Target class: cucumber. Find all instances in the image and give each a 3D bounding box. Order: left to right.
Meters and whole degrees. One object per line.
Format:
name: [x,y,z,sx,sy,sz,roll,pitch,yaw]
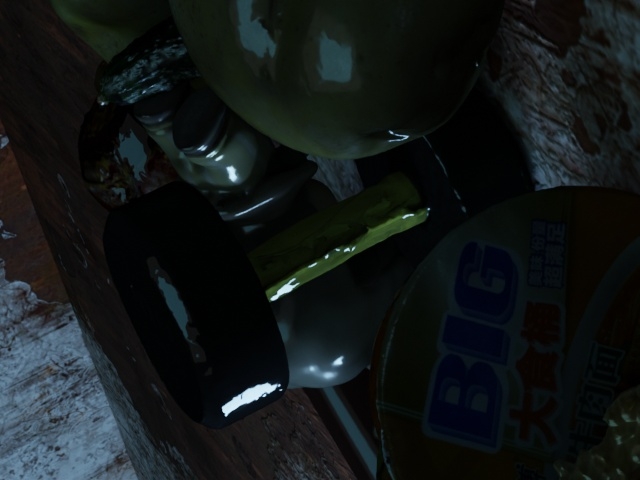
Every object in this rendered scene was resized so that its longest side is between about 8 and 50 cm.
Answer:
cucumber: [-0.085,-0.190,1.605,0.067,0.293,0.068,40,-142,-42]

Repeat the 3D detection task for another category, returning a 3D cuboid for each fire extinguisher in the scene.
fire extinguisher: [0.091,0.218,1.931,0.135,0.114,0.337,-39,74,27]

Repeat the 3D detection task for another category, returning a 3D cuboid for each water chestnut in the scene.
water chestnut: [-0.153,-0.109,2.015,0.223,0.238,0.224,-34,46,44]

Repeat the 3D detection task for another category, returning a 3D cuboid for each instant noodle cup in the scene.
instant noodle cup: [0.161,0.106,1.315,0.296,0.296,0.214,64,171,-3]

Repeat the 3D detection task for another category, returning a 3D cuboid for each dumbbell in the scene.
dumbbell: [0.000,0.000,1.507,0.204,0.322,0.204,53,160,29]

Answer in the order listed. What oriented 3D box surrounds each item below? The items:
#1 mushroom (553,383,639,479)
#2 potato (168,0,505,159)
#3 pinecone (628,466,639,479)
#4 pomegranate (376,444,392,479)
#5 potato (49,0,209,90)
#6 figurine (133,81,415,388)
mushroom: [0.221,0.195,1.052,0.301,0.208,0.233,-29,-47,-79]
potato: [0.005,-0.191,1.384,0.326,0.221,0.243,21,135,50]
pinecone: [0.340,0.197,0.848,0.384,0.384,0.384,53,160,29]
pomegranate: [0.147,0.235,1.751,0.205,0.159,0.159,39,163,-6]
potato: [-0.148,-0.258,1.736,0.202,0.218,0.351,14,154,32]
figurine: [-0.046,0.000,1.743,0.248,0.203,0.381,-1,135,37]
